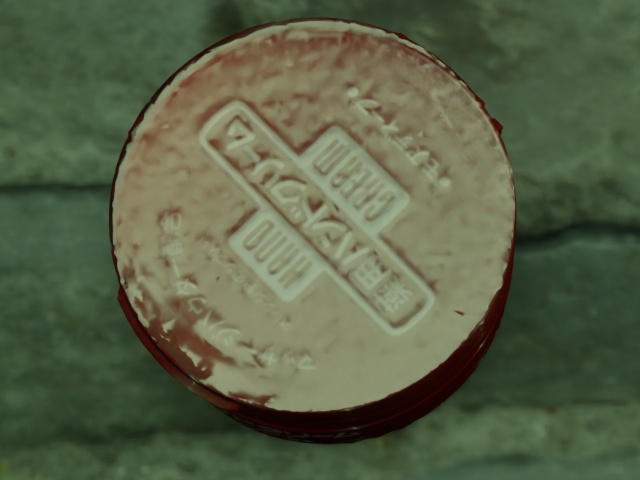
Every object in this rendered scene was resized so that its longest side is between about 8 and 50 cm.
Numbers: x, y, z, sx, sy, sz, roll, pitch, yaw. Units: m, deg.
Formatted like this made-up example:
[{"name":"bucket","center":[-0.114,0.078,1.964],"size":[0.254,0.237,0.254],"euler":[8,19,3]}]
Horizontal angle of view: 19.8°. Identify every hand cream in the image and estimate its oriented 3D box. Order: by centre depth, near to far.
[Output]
[{"name":"hand cream","center":[0.000,0.000,0.882],"size":[0.193,0.125,0.193],"euler":[-2,76,6]}]
